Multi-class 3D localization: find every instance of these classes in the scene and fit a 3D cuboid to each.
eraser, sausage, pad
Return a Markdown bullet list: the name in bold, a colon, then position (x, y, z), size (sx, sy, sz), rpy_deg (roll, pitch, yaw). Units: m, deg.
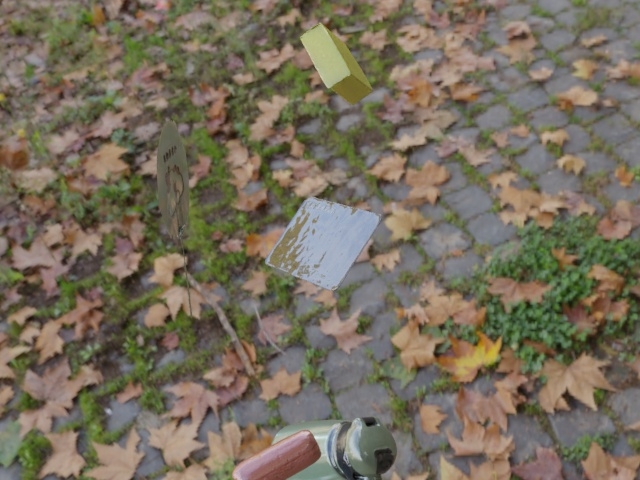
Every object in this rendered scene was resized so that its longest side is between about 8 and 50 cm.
- **eraser**: position (0.025, -0.265, 1.168), size (0.045, 0.122, 0.097), rpy_deg (-32, 80, 16)
- **sausage**: position (-0.074, 0.374, 1.294), size (0.154, 0.062, 0.062), rpy_deg (-27, 47, -8)
- **pad**: position (0.000, 0.000, 0.969), size (0.157, 0.003, 0.112), rpy_deg (17, 70, 51)

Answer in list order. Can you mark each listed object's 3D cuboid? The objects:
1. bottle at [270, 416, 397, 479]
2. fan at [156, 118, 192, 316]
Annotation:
- **bottle**: position (0.034, 0.518, 1.883), size (0.347, 0.168, 0.168), rpy_deg (-22, 31, 46)
- **fan**: position (-0.226, -0.026, 1.223), size (0.009, 0.329, 0.191), rpy_deg (-3, 20, 4)
